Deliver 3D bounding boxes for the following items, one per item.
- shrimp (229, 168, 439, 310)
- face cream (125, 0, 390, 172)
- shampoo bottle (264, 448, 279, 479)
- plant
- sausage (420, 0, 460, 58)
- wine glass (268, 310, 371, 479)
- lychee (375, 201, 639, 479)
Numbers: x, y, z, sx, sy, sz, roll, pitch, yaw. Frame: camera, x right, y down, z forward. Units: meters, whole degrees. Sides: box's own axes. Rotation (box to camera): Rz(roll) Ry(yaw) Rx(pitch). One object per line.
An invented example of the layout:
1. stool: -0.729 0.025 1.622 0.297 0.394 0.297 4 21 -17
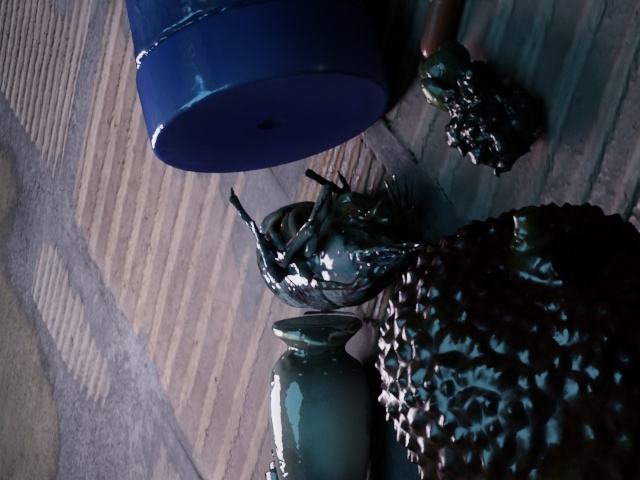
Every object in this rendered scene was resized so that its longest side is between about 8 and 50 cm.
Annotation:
1. shrimp: -0.001 0.001 1.864 0.372 0.172 0.137 146 120 -67
2. face cream: -0.073 -0.214 1.867 0.249 0.249 0.225 -44 56 56
3. shampoo bottle: -0.020 0.368 2.050 0.101 0.101 0.284 -27 71 61
4. plant: 0.136 -0.128 1.679 0.085 0.087 0.174 -46 42 11
5. sausage: 0.125 -0.261 1.719 0.029 0.029 0.223 51 139 46
6. wine glass: 0.000 0.181 1.962 0.111 0.111 0.204 9 101 62
7. lychee: 0.180 0.108 1.442 0.276 0.275 0.304 40 151 53
